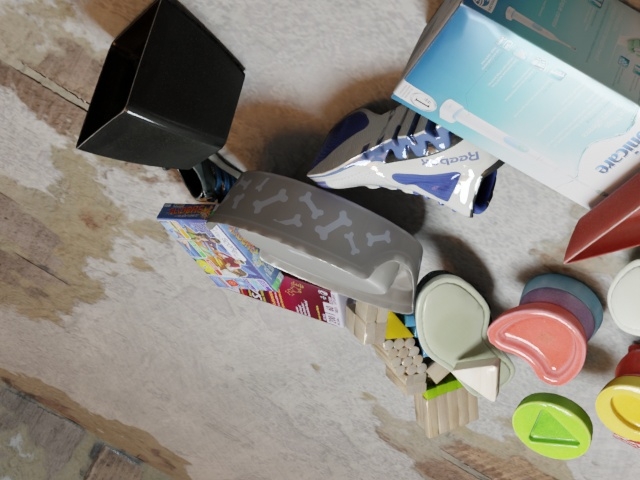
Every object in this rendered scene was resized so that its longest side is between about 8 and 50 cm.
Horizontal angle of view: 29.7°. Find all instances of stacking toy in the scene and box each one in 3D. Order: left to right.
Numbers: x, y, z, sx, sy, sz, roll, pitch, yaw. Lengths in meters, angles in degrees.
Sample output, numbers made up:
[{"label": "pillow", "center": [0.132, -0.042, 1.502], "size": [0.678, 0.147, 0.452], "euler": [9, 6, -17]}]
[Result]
[{"label": "stacking toy", "center": [0.393, 0.198, 1.925], "size": [0.309, 0.130, 0.279], "euler": [42, 138, -8]}]

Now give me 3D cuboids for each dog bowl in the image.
[{"label": "dog bowl", "center": [0.000, 0.000, 1.856], "size": [0.348, 0.102, 0.349], "euler": [22, 172, 3]}]

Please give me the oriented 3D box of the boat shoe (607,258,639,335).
[{"label": "boat shoe", "center": [0.502, 0.050, 1.618], "size": [0.305, 0.091, 0.109], "euler": [-41, 67, 59]}]

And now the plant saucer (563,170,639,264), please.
[{"label": "plant saucer", "center": [0.437, -0.062, 1.408], "size": [0.048, 0.259, 0.258], "euler": [69, 156, 15]}]

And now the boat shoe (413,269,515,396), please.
[{"label": "boat shoe", "center": [0.223, 0.133, 1.992], "size": [0.340, 0.127, 0.113], "euler": [46, -169, -47]}]

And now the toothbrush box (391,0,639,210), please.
[{"label": "toothbrush box", "center": [0.264, -0.186, 1.395], "size": [0.295, 0.126, 0.216], "euler": [29, 152, -4]}]

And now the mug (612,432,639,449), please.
[{"label": "mug", "center": [0.588, 0.301, 2.003], "size": [0.169, 0.150, 0.113], "euler": [23, -172, 16]}]

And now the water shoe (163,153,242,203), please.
[{"label": "water shoe", "center": [-0.180, -0.090, 1.978], "size": [0.203, 0.080, 0.073], "euler": [42, 149, -26]}]

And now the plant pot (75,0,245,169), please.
[{"label": "plant pot", "center": [-0.218, -0.202, 1.730], "size": [0.167, 0.188, 0.187], "euler": [26, 154, -24]}]

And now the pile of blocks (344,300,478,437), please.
[{"label": "pile of blocks", "center": [0.164, 0.194, 2.164], "size": [0.362, 0.149, 0.112], "euler": [55, 173, -32]}]

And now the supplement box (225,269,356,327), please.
[{"label": "supplement box", "center": [-0.060, 0.063, 2.145], "size": [0.239, 0.073, 0.130], "euler": [18, 151, 18]}]

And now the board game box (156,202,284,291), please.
[{"label": "board game box", "center": [-0.167, 0.012, 2.031], "size": [0.136, 0.035, 0.201], "euler": [3, 145, 37]}]

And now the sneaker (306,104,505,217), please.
[{"label": "sneaker", "center": [0.137, -0.099, 1.649], "size": [0.182, 0.127, 0.315], "euler": [43, 146, -25]}]
